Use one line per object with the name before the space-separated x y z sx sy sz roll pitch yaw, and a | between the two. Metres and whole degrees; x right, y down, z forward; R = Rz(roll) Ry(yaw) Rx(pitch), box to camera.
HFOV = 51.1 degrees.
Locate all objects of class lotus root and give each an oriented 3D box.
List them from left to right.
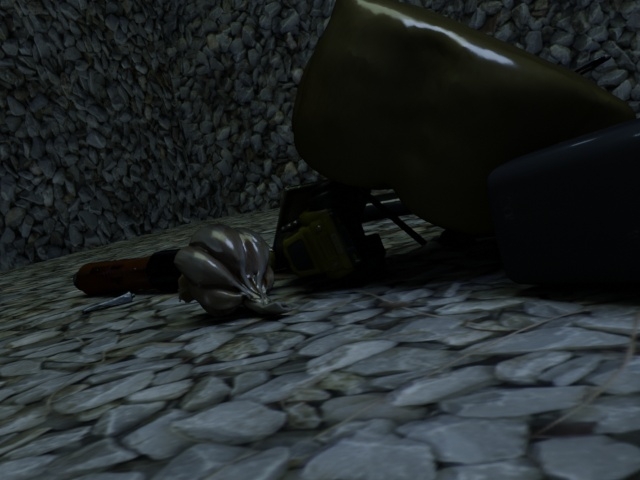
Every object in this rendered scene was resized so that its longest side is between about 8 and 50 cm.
lotus root | 0.231 -0.007 1.151 0.037 0.030 0.083 -14 6 -17

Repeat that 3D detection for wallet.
wallet | 0.098 -0.085 1.957 0.406 0.062 0.228 -11 7 9

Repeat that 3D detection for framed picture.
framed picture | -0.001 -0.029 1.183 0.173 0.010 0.231 -12 -34 -23

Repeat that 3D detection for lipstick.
lipstick | -0.337 0.062 1.281 0.418 0.077 0.077 -8 7 37

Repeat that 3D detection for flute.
flute | 0.100 -0.060 1.139 0.269 0.014 0.014 37 -25 -34

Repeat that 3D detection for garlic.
garlic | -0.114 0.050 0.882 0.131 0.127 0.194 -11 25 -34

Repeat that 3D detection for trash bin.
trash bin | 0.328 -0.042 0.653 0.209 0.182 0.290 -15 2 -33

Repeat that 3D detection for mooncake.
mooncake | 0.190 -0.177 0.978 0.467 0.262 0.467 20 18 -7

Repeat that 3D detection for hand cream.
hand cream | -0.375 0.109 1.184 0.093 0.019 0.030 -15 6 -18

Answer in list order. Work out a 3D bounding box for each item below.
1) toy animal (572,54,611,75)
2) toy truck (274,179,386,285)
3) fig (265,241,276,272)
toy animal | 0.438 -0.195 1.342 0.302 0.284 0.225 -3 12 43
toy truck | 0.000 0.000 1.015 0.165 0.147 0.224 -24 8 7
fig | -0.112 0.042 1.074 0.093 0.093 0.166 -11 -7 -2
